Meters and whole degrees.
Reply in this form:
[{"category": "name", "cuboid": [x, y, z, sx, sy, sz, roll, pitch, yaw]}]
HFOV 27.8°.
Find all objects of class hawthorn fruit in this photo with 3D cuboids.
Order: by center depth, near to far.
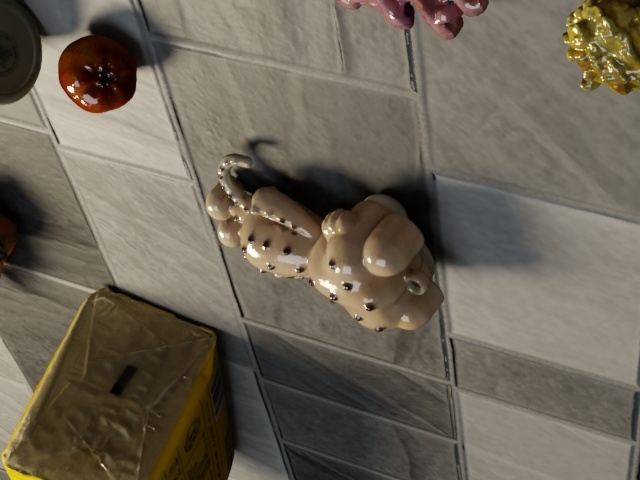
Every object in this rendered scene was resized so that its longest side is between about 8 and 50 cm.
[{"category": "hawthorn fruit", "cuboid": [-0.232, -0.173, 1.325, 0.081, 0.081, 0.093, 48, 173, -28]}]

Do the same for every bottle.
[{"category": "bottle", "cuboid": [-0.423, -0.200, 1.391, 0.253, 0.120, 0.120, 4, 141, 38]}]

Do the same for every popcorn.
[{"category": "popcorn", "cuboid": [0.226, -0.153, 1.001, 0.083, 0.057, 0.082, 10, 143, 33]}]

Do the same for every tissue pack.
[{"category": "tissue pack", "cuboid": [-0.270, 0.301, 1.827, 0.228, 0.293, 0.382, 15, 147, 12]}]

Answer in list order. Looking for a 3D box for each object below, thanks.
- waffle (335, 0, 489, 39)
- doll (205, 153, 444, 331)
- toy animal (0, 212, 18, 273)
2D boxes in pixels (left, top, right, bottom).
[{"category": "waffle", "cuboid": [0.042, -0.258, 0.996, 0.234, 0.055, 0.221, 29, 147, 4]}, {"category": "doll", "cuboid": [0.000, 0.001, 1.363, 0.278, 0.119, 0.154, 25, 149, 25]}, {"category": "toy animal", "cuboid": [-0.505, 0.031, 1.748, 0.195, 0.169, 0.281, 63, 147, 11]}]
